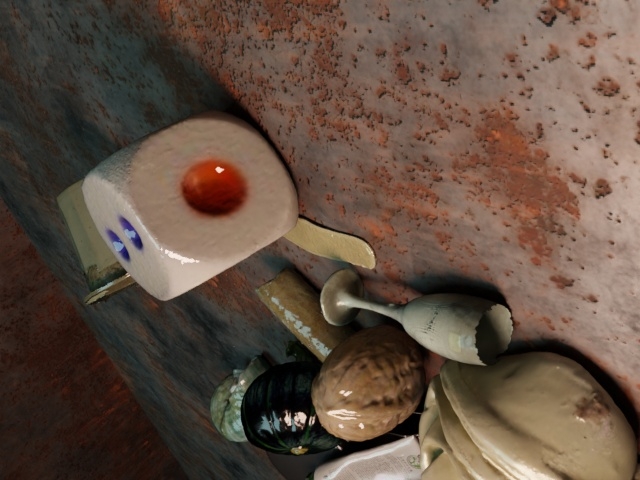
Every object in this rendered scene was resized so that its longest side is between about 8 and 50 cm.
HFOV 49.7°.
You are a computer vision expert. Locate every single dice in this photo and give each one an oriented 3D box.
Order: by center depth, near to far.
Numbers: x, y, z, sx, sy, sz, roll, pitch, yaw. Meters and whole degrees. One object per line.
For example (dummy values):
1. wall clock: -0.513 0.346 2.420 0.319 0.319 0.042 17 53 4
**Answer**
1. dice: -0.212 -0.057 1.143 0.243 0.259 0.251 58 152 -5

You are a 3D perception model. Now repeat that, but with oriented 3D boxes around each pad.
1. pad: 0.143 0.326 1.239 0.245 0.170 0.006 -13 78 59

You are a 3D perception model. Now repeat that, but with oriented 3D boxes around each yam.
1. yam: -0.006 0.157 1.296 0.259 0.093 0.093 44 151 12

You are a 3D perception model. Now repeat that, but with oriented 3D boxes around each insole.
1. insole: 0.000 0.000 1.177 0.248 0.011 0.081 18 138 44

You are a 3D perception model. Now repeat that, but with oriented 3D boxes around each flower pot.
1. flower pot: -0.454 -0.018 1.563 0.259 0.290 0.290 61 151 0

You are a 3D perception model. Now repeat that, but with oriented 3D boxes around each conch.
1. conch: -0.191 0.409 1.787 0.196 0.220 0.277 12 165 14

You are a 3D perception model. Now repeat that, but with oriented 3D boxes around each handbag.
1. handbag: -0.006 0.504 1.640 0.308 0.093 0.253 45 128 8

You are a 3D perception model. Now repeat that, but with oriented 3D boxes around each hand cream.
1. hand cream: 0.107 0.487 1.463 0.336 0.076 0.121 -27 108 33

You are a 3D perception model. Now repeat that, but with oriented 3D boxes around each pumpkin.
1. pumpkin: -0.043 0.324 1.453 0.248 0.248 0.248 35 149 25

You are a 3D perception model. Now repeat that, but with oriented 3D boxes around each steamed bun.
1. steamed bun: 0.275 0.329 0.971 0.309 0.219 0.324 56 151 -14

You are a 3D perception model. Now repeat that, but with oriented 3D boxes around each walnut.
1. walnut: 0.076 0.234 1.120 0.178 0.230 0.178 10 108 35

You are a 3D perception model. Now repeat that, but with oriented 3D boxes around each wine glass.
1. wine glass: 0.074 0.149 0.989 0.310 0.264 0.096 10 125 49
